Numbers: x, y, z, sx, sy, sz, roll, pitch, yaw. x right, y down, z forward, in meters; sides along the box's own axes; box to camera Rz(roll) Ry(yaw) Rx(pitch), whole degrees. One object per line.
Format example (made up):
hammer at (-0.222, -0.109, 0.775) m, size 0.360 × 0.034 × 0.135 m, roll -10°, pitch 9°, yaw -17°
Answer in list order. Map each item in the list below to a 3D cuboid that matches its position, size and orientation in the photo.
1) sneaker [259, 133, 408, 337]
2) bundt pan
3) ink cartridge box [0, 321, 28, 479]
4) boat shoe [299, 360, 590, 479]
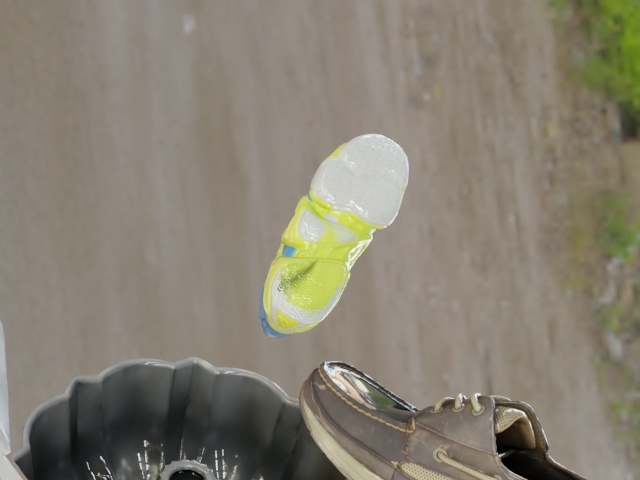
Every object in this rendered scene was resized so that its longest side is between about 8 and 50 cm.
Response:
sneaker at (0.000, 0.000, 1.746) m, size 0.240 × 0.091 × 0.126 m, roll -55°, pitch -176°, yaw -31°
bundt pan at (-0.131, 0.265, 1.634) m, size 0.331 × 0.331 × 0.124 m, roll -70°, pitch 174°, yaw -52°
ink cartridge box at (-0.383, 0.107, 1.198) m, size 0.272 × 0.309 × 0.130 m, roll 70°, pitch 4°, yaw -47°
boat shoe at (0.142, 0.193, 1.519) m, size 0.132 × 0.355 × 0.130 m, roll -2°, pitch 122°, yaw -62°
